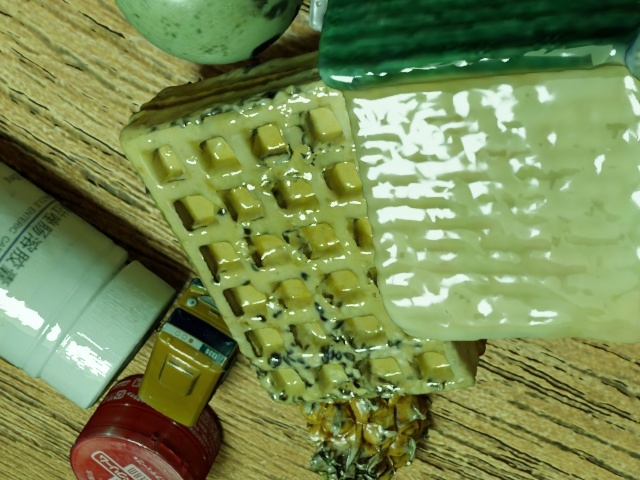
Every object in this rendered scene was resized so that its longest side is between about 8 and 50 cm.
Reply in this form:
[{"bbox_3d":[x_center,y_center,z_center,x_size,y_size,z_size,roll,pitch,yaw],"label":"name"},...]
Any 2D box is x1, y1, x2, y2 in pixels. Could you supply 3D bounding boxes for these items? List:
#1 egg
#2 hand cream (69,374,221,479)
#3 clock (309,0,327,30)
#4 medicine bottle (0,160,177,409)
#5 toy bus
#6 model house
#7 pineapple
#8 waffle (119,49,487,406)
[{"bbox_3d":[-0.106,-0.261,0.766,0.177,0.177,0.228,-21,105,34],"label":"egg"},{"bbox_3d":[-0.246,0.297,1.289,0.193,0.125,0.193,12,129,15],"label":"hand cream"},{"bbox_3d":[0.054,-0.259,0.763,0.117,0.080,0.176,5,125,1],"label":"clock"},{"bbox_3d":[-0.355,0.043,1.092,0.332,0.190,0.190,36,131,-7],"label":"medicine bottle"},{"bbox_3d":[-0.159,0.144,1.126,0.098,0.114,0.201,30,144,0],"label":"toy bus"},{"bbox_3d":[0.221,-0.130,0.648,0.382,0.334,0.342,-4,114,21],"label":"model house"},{"bbox_3d":[0.060,0.241,1.101,0.140,0.164,0.249,-17,115,23],"label":"pineapple"},{"bbox_3d":[0.000,0.000,0.911,0.261,0.114,0.376,-12,121,26],"label":"waffle"}]
